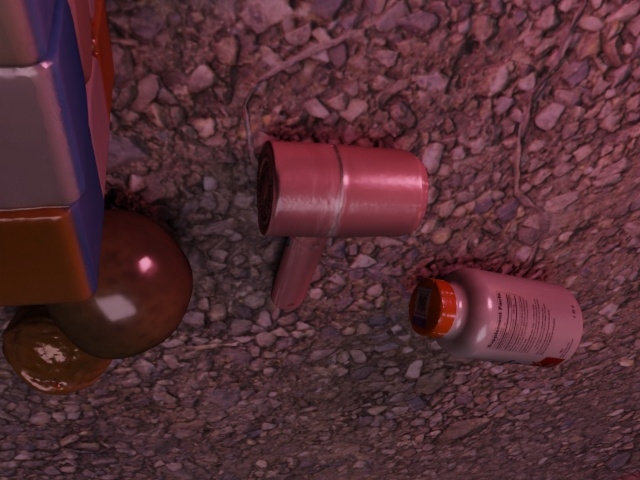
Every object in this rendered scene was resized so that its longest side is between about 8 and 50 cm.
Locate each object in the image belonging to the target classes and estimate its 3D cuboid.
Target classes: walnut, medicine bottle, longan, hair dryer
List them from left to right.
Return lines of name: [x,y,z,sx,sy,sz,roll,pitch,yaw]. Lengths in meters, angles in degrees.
walnut: [-0.396,0.159,0.925,0.167,0.149,0.166,1,161,0]
longan: [-0.272,0.060,0.822,0.197,0.196,0.220,-9,129,-6]
hair dryer: [0.000,0.000,0.905,0.210,0.125,0.352,0,144,-17]
medicine bottle: [0.302,0.134,1.067,0.289,0.157,0.157,10,131,-23]

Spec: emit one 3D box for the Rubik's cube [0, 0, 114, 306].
Rubik's cube: [-0.352,-0.173,0.445,0.347,0.347,0.344,-4,140,-14]
